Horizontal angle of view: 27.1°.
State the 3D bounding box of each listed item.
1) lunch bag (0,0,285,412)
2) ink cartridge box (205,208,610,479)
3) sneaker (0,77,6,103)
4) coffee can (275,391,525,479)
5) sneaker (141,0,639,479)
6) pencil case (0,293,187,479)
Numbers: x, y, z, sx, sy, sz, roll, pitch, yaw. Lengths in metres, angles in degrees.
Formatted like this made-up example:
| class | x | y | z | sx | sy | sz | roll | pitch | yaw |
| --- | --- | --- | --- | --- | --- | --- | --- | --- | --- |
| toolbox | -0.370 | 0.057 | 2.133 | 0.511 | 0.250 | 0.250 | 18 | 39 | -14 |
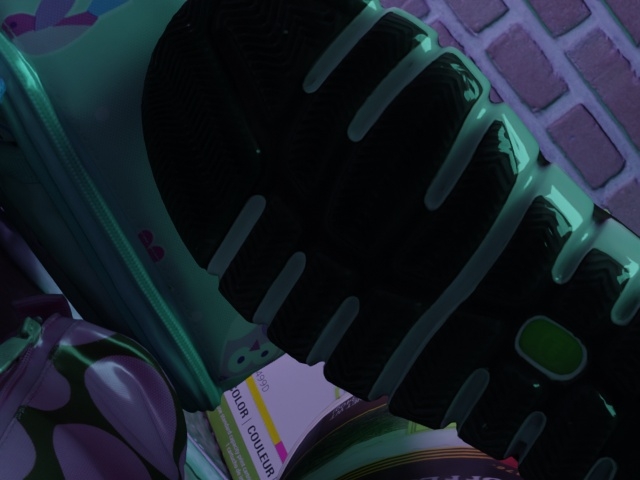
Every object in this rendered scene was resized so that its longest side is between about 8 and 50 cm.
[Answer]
| class | x | y | z | sx | sy | sz | roll | pitch | yaw |
| --- | --- | --- | --- | --- | --- | --- | --- | --- | --- |
| lunch bag | -0.114 | -0.066 | 0.591 | 0.279 | 0.108 | 0.224 | 38 | -18 | 50 |
| ink cartridge box | 0.084 | 0.096 | 0.733 | 0.097 | 0.255 | 0.188 | 42 | 14 | -48 |
| sneaker | -0.175 | -0.082 | 0.425 | 0.188 | 0.067 | 0.078 | 37 | -29 | 28 |
| coffee can | 0.055 | 0.171 | 0.505 | 0.201 | 0.201 | 0.275 | 52 | 9 | -2 |
| sneaker | 0.068 | 0.022 | 0.459 | 0.281 | 0.106 | 0.162 | 42 | 8 | 17 |
| pencil case | -0.095 | 0.093 | 0.413 | 0.209 | 0.095 | 0.098 | -99 | -175 | -73 |
